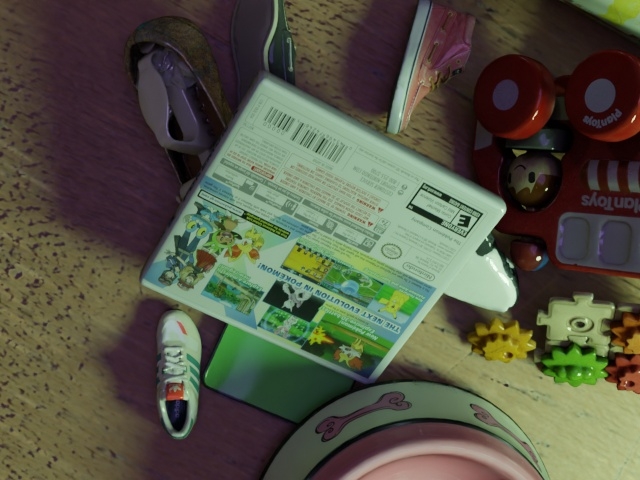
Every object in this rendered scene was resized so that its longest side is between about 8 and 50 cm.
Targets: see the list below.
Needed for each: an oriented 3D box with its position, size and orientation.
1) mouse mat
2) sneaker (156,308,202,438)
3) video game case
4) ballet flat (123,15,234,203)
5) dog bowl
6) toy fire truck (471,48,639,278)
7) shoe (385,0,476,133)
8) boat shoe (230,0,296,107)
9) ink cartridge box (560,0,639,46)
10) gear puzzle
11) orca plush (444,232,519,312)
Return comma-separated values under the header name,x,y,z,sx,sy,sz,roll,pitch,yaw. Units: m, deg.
name,x,y,z,sx,sy,sz,roll,pitch,yaw
mouse mat,-0.039,0.150,1.293,0.189,0.007,0.153,25,88,-14
sneaker,-0.174,0.166,1.250,0.057,0.075,0.161,-1,91,-7
video game case,0.000,0.000,1.194,0.329,0.036,0.300,26,116,-18
ballet flat,-0.142,-0.103,1.224,0.123,0.123,0.349,-23,92,-6
dog bowl,0.117,0.385,1.240,0.408,0.150,0.408,-1,96,-7
toy fire truck,0.308,-0.084,1.213,0.169,0.302,0.254,6,90,-47
shoe,0.140,-0.214,1.289,0.081,0.063,0.178,16,85,-2
boat shoe,-0.065,-0.233,1.277,0.065,0.075,0.206,5,83,-50
ink cartridge box,0.403,-0.329,1.207,0.384,0.279,0.160,28,99,-7
gear puzzle,0.351,0.137,1.262,0.339,0.175,0.044,5,48,12
orca plush,0.132,-0.017,1.300,0.287,0.102,0.151,21,133,2
